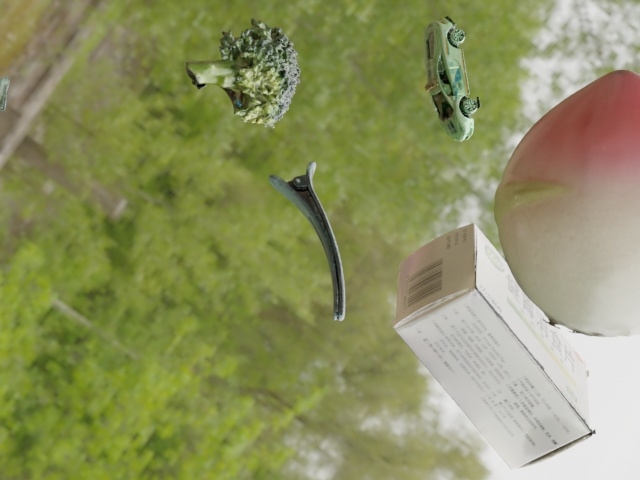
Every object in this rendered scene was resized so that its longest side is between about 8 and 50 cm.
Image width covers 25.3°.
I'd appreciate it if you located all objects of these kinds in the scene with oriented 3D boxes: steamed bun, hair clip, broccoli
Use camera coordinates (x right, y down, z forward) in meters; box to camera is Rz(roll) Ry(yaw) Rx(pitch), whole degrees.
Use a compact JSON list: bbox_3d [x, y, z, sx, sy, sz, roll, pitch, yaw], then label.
[{"bbox_3d":[0.344,-0.063,1.629,0.309,0.309,0.309,-51,-170,13],"label":"steamed bun"},{"bbox_3d":[0.000,0.000,2.289,0.083,0.275,0.048,-17,156,-12],"label":"hair clip"},{"bbox_3d":[-0.107,-0.231,1.990,0.167,0.160,0.154,-122,-153,-81],"label":"broccoli"}]

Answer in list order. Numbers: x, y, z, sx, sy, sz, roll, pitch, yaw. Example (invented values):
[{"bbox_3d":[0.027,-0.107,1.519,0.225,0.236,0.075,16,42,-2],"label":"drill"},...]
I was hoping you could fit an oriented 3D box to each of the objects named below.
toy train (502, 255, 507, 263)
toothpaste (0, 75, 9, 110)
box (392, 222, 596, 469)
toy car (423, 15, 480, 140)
[{"bbox_3d":[0.285,0.050,2.169,0.033,0.083,0.053,-11,-106,38],"label":"toy train"},{"bbox_3d":[-0.530,-0.190,1.993,0.205,0.036,0.056,-8,-119,16],"label":"toothpaste"},{"bbox_3d":[0.257,0.158,2.075,0.145,0.333,0.173,-30,-155,24],"label":"box"},{"bbox_3d":[0.187,-0.238,2.116,0.058,0.186,0.093,-9,177,-18],"label":"toy car"}]
